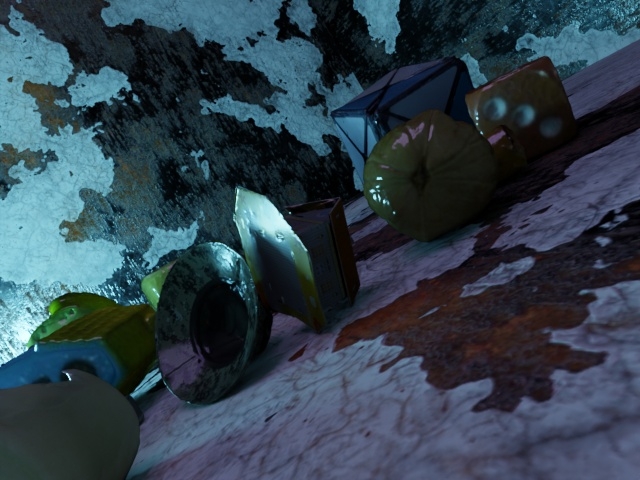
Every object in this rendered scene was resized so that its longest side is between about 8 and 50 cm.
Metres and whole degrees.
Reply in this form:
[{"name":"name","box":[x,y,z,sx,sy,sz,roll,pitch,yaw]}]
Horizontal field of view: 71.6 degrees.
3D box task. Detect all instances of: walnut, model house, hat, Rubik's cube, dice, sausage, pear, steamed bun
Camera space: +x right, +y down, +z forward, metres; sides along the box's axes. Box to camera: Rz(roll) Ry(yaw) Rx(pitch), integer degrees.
[{"name":"walnut","box":[0.183,-0.108,0.752,0.227,0.228,0.228,-31,6,3]},{"name":"model house","box":[-0.462,0.251,0.901,0.303,0.216,0.237,-35,6,4]},{"name":"hat","box":[-0.153,0.136,0.726,0.265,0.266,0.128,-29,-31,26]},{"name":"Rubik's cube","box":[0.251,-0.307,1.258,0.306,0.310,0.305,-33,21,-8]},{"name":"dice","box":[0.417,-0.266,0.929,0.173,0.179,0.175,-21,15,27]},{"name":"sausage","box":[0.271,-0.123,0.890,0.270,0.109,0.109,-27,7,34]},{"name":"model house","box":[-0.021,0.003,0.689,0.135,0.220,0.207,-25,21,-30]},{"name":"pear","box":[-0.672,0.300,1.280,0.342,0.318,0.238,-32,10,-19]},{"name":"steamed bun","box":[-0.314,0.231,0.470,0.199,0.171,0.225,-7,4,-4]},{"name":"dice","box":[-0.343,0.145,1.253,0.238,0.227,0.233,-33,9,-30]}]

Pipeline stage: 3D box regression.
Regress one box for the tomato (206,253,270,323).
[{"name":"tomato","box":[-0.238,0.133,1.024,0.259,0.180,0.260,-34,4,3]}]

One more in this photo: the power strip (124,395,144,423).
[{"name":"power strip","box":[-0.409,0.348,0.664,0.193,0.059,0.265,-26,7,15]}]

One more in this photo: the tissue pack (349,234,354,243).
[{"name":"tissue pack","box":[0.000,0.000,1.215,0.155,0.116,0.065,-35,7,-20]}]
